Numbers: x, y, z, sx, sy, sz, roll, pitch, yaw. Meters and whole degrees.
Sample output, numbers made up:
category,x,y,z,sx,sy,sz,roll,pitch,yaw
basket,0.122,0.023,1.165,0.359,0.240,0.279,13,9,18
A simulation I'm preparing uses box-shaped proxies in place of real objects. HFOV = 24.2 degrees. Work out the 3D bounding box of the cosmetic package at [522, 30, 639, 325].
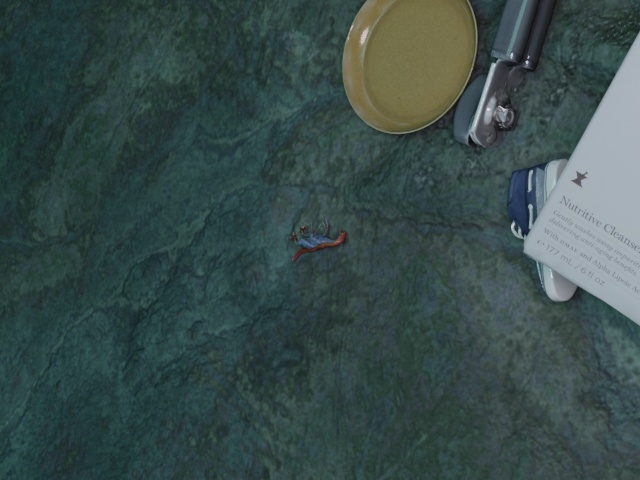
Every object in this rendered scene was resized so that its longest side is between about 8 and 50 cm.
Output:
category,x,y,z,sx,sy,sz,roll,pitch,yaw
cosmetic package,0.417,-0.104,1.686,0.217,0.156,0.385,33,126,16

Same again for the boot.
category,x,y,z,sx,sy,sz,roll,pitch,yaw
boot,0.289,-0.009,1.947,0.086,0.069,0.190,-13,66,45

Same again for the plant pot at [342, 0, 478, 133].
category,x,y,z,sx,sy,sz,roll,pitch,yaw
plant pot,0.133,-0.265,2.137,0.236,0.032,0.236,-9,76,39

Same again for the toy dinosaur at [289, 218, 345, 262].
category,x,y,z,sx,sy,sz,roll,pitch,yaw
toy dinosaur,0.000,0.000,2.206,0.082,0.047,0.090,24,131,31

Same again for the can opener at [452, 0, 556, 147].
category,x,y,z,sx,sy,sz,roll,pitch,yaw
can opener,0.244,-0.263,2.016,0.095,0.076,0.283,18,93,39
